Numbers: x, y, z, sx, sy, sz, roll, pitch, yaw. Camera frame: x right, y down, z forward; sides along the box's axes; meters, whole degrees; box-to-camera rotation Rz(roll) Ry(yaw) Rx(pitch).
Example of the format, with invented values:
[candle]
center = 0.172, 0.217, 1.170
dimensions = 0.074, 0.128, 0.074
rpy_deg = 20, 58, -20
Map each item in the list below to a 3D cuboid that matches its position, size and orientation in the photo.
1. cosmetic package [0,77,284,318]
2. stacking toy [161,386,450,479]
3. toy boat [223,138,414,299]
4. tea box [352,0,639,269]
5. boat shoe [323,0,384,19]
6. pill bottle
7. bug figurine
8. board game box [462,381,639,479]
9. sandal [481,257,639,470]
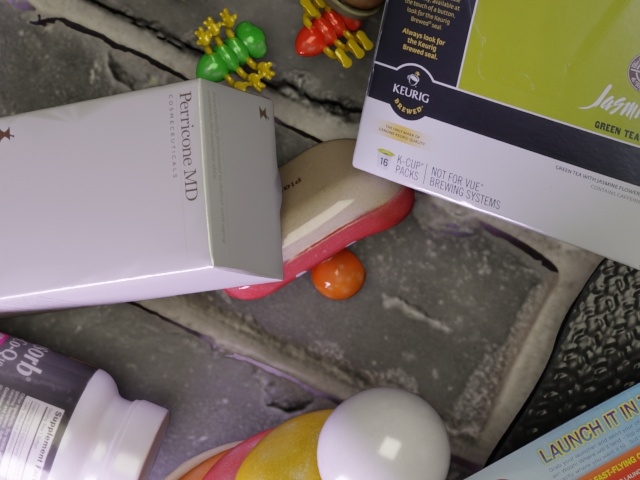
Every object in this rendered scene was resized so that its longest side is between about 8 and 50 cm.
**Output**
[cosmetic package]
center = -0.232, -0.035, 1.851
dimensions = 0.365, 0.155, 0.197
rpy_deg = -10, 80, 27
[stacking toy]
center = 0.012, 0.281, 1.720
dimensions = 0.350, 0.480, 0.351
rpy_deg = 8, 61, -14
[toy boat]
center = 0.000, 0.000, 1.934
dimensions = 0.231, 0.151, 0.151
rpy_deg = -31, 120, 4
[tea box]
center = 0.247, -0.184, 1.771
dimensions = 0.329, 0.220, 0.323
rpy_deg = 22, 109, 28
[boat shoe]
center = 0.012, -0.383, 1.873
dimensions = 0.104, 0.110, 0.307
rpy_deg = -33, 71, 45
[pill bottle]
center = -0.313, 0.192, 1.930
dimensions = 0.278, 0.162, 0.162
rpy_deg = 20, 93, 2
[bug figurine]
center = -0.079, -0.279, 1.901
dimensions = 0.216, 0.072, 0.279
rpy_deg = -37, 99, -22
[board game box]
center = 0.321, 0.312, 1.765
dimensions = 0.308, 0.086, 0.302
rpy_deg = -28, 70, -4
[sandal]
center = 0.311, 0.140, 1.935
dimensions = 0.167, 0.107, 0.446
rpy_deg = 36, 106, 0
